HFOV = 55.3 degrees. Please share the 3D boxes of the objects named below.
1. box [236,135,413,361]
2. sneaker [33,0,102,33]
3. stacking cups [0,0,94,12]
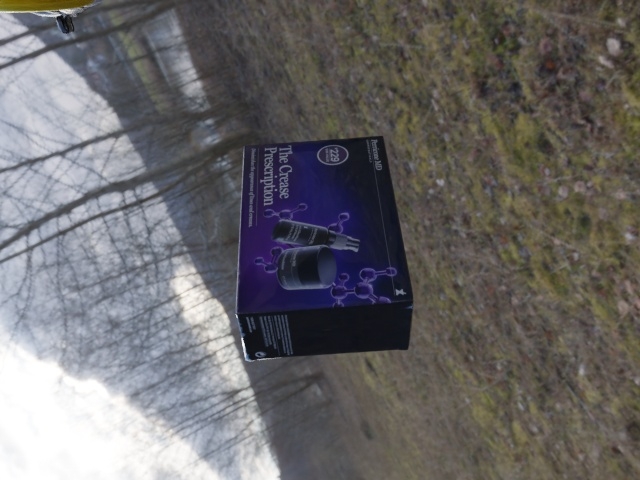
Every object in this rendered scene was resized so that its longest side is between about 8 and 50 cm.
[{"bbox_3d":[0.000,0.000,0.724,0.103,0.184,0.261,89,177,-49],"label":"box"},{"bbox_3d":[-0.366,-0.378,0.726,0.153,0.101,0.269,-16,111,52],"label":"sneaker"},{"bbox_3d":[-0.199,-0.306,0.360,0.096,0.095,0.317,-128,36,-54],"label":"stacking cups"}]
